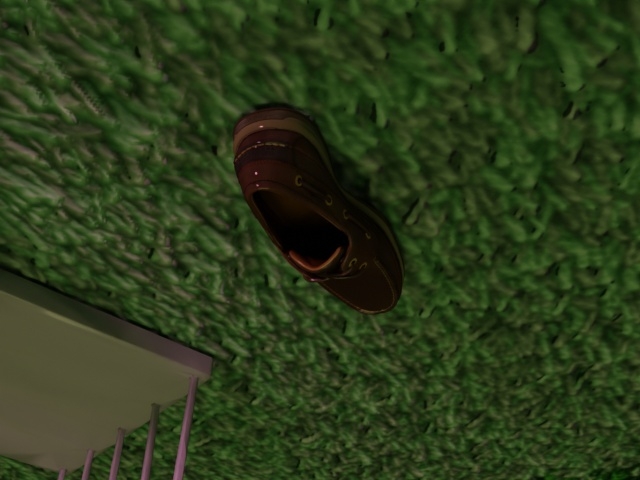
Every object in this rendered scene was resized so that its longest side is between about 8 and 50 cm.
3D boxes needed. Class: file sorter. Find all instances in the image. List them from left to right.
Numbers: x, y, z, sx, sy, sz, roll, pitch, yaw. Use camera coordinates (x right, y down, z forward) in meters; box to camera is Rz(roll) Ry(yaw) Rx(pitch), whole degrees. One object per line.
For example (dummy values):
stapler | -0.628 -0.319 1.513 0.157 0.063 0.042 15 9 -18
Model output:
file sorter | -0.251 0.187 0.635 0.193 0.173 0.278 28 134 -28

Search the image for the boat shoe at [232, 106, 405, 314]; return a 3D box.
boat shoe | 0.000 0.000 0.479 0.064 0.060 0.178 -17 137 22
